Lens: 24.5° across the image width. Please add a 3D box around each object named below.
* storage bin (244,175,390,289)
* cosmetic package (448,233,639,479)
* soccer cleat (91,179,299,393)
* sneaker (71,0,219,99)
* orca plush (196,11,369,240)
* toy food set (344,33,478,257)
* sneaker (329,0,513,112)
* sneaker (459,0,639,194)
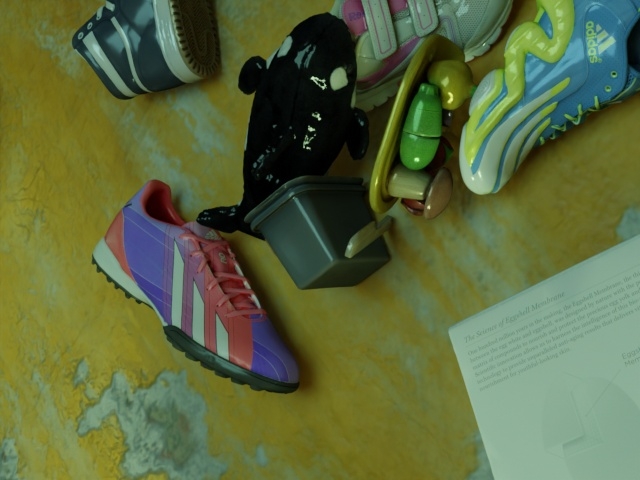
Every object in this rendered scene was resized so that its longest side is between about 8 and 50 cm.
[{"bbox_3d":[0.000,0.000,1.454,0.098,0.135,0.091,-37,70,27],"label":"storage bin"},{"bbox_3d":[0.256,0.136,1.214,0.224,0.138,0.225,-29,66,32],"label":"cosmetic package"},{"bbox_3d":[-0.122,0.048,1.557,0.318,0.108,0.116,37,101,39],"label":"soccer cleat"},{"bbox_3d":[-0.211,-0.298,1.692,0.153,0.099,0.282,-19,74,33],"label":"sneaker"},{"bbox_3d":[-0.056,-0.092,1.452,0.151,0.102,0.287,47,132,3],"label":"orca plush"},{"bbox_3d":[0.104,-0.082,1.396,0.071,0.128,0.218,22,105,16],"label":"toy food set"},{"bbox_3d":[0.078,-0.211,1.436,0.252,0.111,0.103,-33,63,29],"label":"sneaker"},{"bbox_3d":[0.218,-0.134,1.327,0.126,0.091,0.240,32,109,29],"label":"sneaker"}]
